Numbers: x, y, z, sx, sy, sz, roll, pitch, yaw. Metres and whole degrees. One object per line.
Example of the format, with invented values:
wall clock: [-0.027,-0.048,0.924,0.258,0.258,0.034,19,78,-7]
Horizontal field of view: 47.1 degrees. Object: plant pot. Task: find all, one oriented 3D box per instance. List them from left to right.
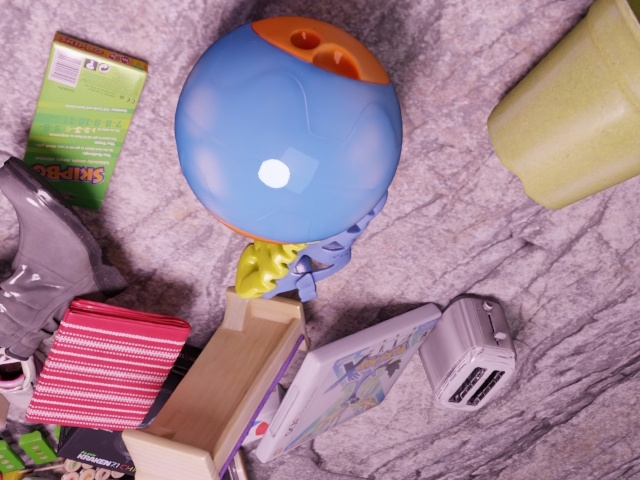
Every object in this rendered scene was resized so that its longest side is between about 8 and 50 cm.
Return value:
plant pot: [0.384,-0.180,1.015,0.276,0.276,0.254,27,134,-30]

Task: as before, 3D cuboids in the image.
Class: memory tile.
memory tile: [-0.459,0.453,1.518,0.148,0.012,0.113,3,109,-46]

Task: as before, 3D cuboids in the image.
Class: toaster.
toaster: [0.279,0.225,1.416,0.129,0.146,0.227,15,128,-21]

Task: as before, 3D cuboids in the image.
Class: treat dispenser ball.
treat dispenser ball: [-0.040,-0.137,0.935,0.288,0.288,0.288,-5,132,-6]

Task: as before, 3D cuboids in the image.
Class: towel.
towel: [-0.348,0.212,1.196,0.199,0.031,0.274,14,124,-27]

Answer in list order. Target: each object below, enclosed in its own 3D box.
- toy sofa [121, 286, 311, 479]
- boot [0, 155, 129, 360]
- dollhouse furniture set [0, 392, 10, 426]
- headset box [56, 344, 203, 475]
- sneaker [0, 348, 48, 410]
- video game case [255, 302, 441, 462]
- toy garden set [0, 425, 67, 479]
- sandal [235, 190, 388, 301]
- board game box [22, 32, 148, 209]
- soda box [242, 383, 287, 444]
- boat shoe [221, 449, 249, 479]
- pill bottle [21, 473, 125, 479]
toy sofa: [-0.151,0.260,1.212,0.150,0.362,0.177,9,129,21]
boot: [-0.429,0.050,1.060,0.223,0.118,0.338,-38,146,-15]
dollhouse furniture set: [-0.738,0.302,1.312,0.262,0.135,0.259,-21,132,9]
headset box: [-0.320,0.313,1.400,0.246,0.131,0.283,26,121,-30]
sneaker: [-0.546,0.231,1.298,0.103,0.111,0.252,-5,133,-5]
video game case: [0.054,0.266,1.380,0.329,0.036,0.299,-15,143,-42]
toy garden set: [-0.603,0.445,1.524,0.245,0.049,0.203,-14,143,-8]
sandal: [0.000,0.000,1.190,0.138,0.126,0.317,25,132,-33]
board game box: [-0.341,-0.155,1.036,0.124,0.039,0.259,15,126,-22]
soda box: [-0.165,0.375,1.526,0.216,0.069,0.074,-24,132,11]
boat shoe: [-0.208,0.579,1.683,0.093,0.102,0.285,-7,139,-11]
pill bottle: [-0.474,0.616,1.578,0.361,0.204,0.204,21,125,-33]
